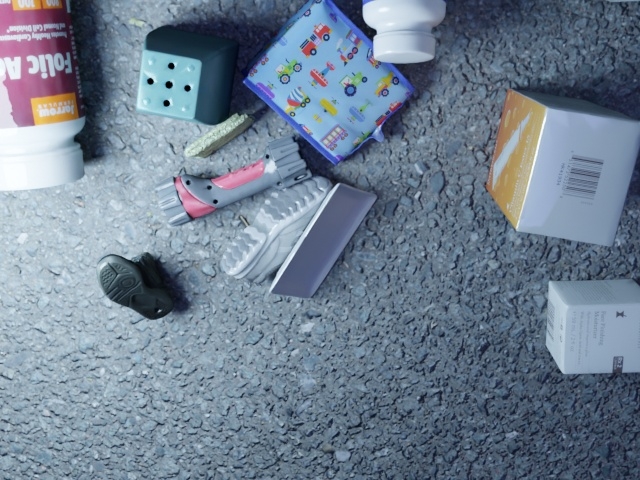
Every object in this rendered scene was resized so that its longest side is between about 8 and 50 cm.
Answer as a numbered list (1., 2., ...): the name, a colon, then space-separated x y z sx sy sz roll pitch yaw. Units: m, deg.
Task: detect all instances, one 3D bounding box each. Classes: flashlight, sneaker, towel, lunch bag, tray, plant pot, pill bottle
1. flashlight: -0.178 -0.126 1.656 0.304 0.103 0.103 -24 145 5
2. sneaker: -0.392 0.068 1.673 0.087 0.227 0.130 -36 57 6
3. towel: -0.197 -0.207 1.624 0.148 0.110 0.027 -32 90 9
4. lunch bag: 0.027 -0.298 1.592 0.221 0.138 0.293 -44 109 10
5. sneaker: -0.075 -0.021 1.695 0.281 0.105 0.115 -43 134 8
6. tray: 0.000 0.000 1.679 0.030 0.145 0.270 42 107 32
7. plant pot: -0.261 -0.302 1.536 0.166 0.234 0.165 11 105 0
8. pill bottle: -0.569 -0.304 1.551 0.224 0.224 0.392 -3 105 3
9. pill bottle: 0.152 -0.468 1.491 0.152 0.152 0.272 0 93 2

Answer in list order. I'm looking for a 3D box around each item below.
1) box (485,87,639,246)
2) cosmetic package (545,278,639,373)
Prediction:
1. box: 0.429 -0.146 1.494 0.168 0.345 0.215 10 105 0
2. cosmetic package: 0.571 0.174 1.677 0.184 0.151 0.151 -2 106 3
